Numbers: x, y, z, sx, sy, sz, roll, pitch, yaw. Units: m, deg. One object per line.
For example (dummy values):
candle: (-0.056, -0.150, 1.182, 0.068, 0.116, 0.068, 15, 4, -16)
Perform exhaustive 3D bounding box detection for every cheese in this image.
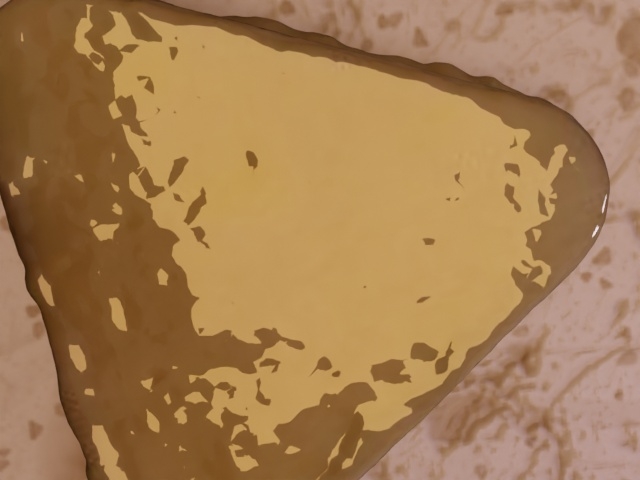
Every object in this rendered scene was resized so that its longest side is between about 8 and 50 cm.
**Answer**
cheese: (0.000, 0.001, 0.726, 0.384, 0.104, 0.384, 0, 97, 2)
